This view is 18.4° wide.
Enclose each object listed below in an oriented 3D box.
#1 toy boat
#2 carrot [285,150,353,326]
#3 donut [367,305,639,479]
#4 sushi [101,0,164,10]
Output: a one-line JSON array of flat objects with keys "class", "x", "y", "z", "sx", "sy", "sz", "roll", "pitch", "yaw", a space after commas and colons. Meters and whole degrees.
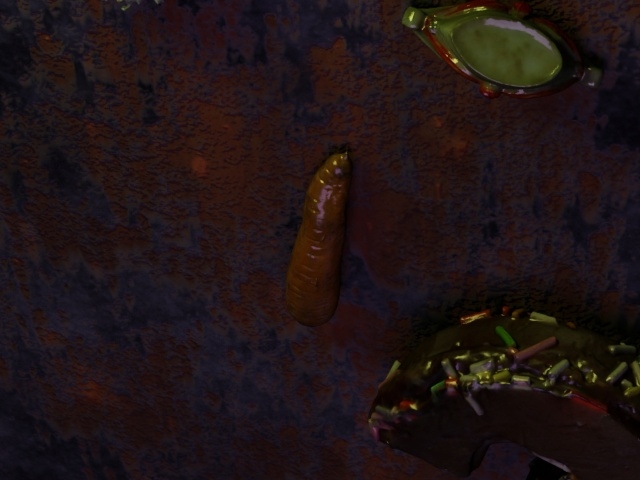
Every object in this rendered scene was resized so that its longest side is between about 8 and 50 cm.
[{"class": "toy boat", "x": 0.160, "y": -0.166, "z": 1.724, "sx": 0.185, "sy": 0.071, "sz": 0.089, "roll": 18, "pitch": 98, "yaw": -2}, {"class": "carrot", "x": 0.000, "y": 0.000, "z": 1.986, "sx": 0.059, "sy": 0.059, "sz": 0.248, "roll": 14, "pitch": 137, "yaw": 4}, {"class": "donut", "x": 0.239, "y": 0.186, "z": 2.052, "sx": 0.345, "sy": 0.136, "sz": 0.259, "roll": 27, "pitch": 137, "yaw": -13}, {"class": "sushi", "x": -0.193, "y": -0.267, "z": 1.714, "sx": 0.226, "sy": 0.103, "sz": 0.097, "roll": 26, "pitch": 156, "yaw": -7}]
